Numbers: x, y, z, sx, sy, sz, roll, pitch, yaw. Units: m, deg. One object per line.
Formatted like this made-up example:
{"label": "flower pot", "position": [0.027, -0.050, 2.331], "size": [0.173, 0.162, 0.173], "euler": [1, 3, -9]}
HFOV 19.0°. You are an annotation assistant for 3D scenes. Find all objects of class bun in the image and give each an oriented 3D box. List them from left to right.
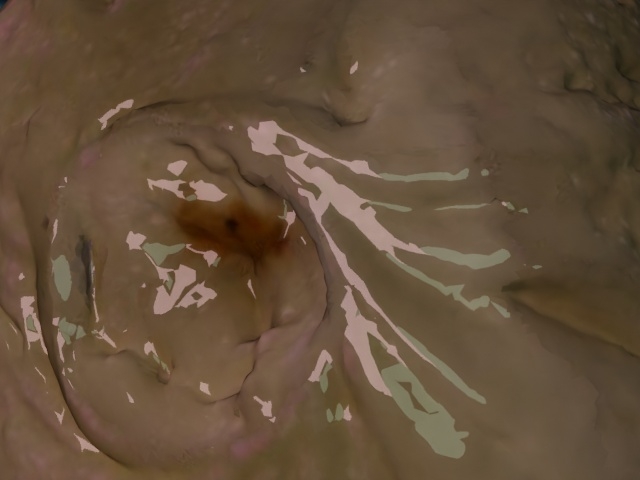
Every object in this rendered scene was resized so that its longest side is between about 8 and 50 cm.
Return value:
{"label": "bun", "position": [0.000, 0.000, 0.489], "size": [0.244, 0.153, 0.244], "euler": [-6, 72, 20]}
